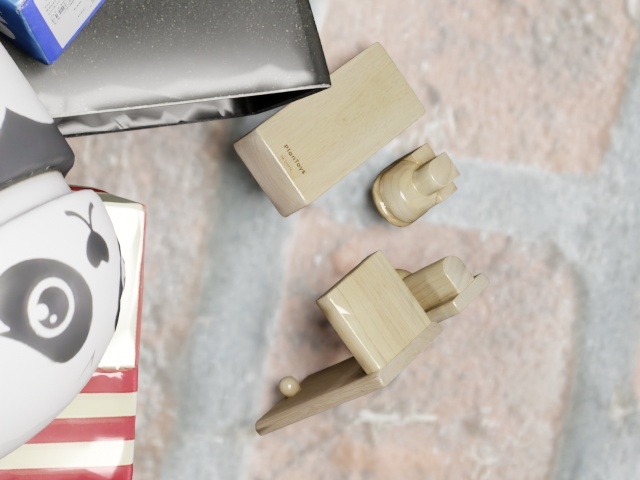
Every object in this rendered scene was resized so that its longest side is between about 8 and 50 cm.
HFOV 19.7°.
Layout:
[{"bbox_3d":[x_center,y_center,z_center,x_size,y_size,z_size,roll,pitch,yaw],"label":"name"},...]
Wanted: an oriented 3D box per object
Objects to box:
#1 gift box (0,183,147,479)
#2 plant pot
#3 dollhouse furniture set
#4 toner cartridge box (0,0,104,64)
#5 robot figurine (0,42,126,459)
[{"bbox_3d":[-0.232,0.066,0.897,0.258,0.276,0.255,2,88,-17],"label":"gift box"},{"bbox_3d":[-0.114,-0.141,0.946,0.187,0.188,0.167,-7,90,-14],"label":"plant pot"},{"bbox_3d":[0.000,0.000,1.066,0.144,0.123,0.151,-39,96,-39],"label":"dollhouse furniture set"},{"bbox_3d":[-0.214,-0.246,0.838,0.348,0.075,0.165,34,78,10],"label":"toner cartridge box"},{"bbox_3d":[-0.194,-0.035,0.712,0.209,0.173,0.278,-34,89,-26],"label":"robot figurine"}]
